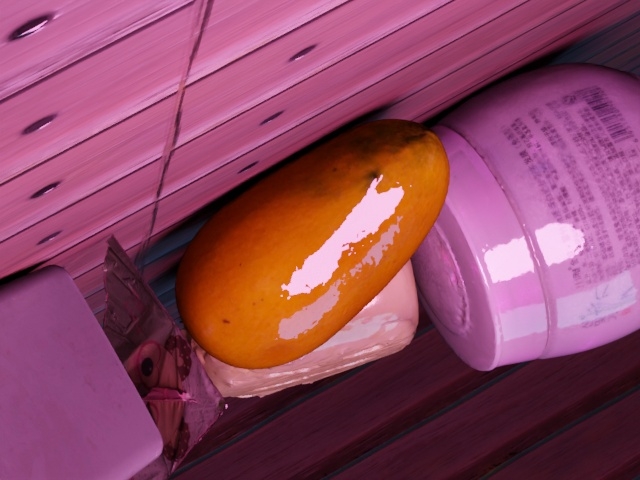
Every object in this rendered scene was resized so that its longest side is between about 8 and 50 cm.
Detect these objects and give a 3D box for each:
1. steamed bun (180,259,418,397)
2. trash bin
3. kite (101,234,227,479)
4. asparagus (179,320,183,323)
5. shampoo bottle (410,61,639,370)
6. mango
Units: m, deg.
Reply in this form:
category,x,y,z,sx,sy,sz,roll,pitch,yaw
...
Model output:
category,x,y,z,sx,sy,sz,roll,pitch,yaw
steamed bun,-0.027,0.050,1.734,0.232,0.166,0.273,-15,171,-4
trash bin,-0.231,0.131,1.179,0.101,0.177,0.236,-31,179,40
kite,-0.158,0.110,1.303,0.250,0.229,0.012,6,-178,43
asparagus,-0.091,0.070,2.426,0.236,0.027,0.034,-27,-174,-28
shampoo bottle,0.215,-0.023,1.737,0.266,0.273,0.273,-22,174,-11
mango,-0.002,0.001,1.462,0.254,0.139,0.175,-36,-178,1
